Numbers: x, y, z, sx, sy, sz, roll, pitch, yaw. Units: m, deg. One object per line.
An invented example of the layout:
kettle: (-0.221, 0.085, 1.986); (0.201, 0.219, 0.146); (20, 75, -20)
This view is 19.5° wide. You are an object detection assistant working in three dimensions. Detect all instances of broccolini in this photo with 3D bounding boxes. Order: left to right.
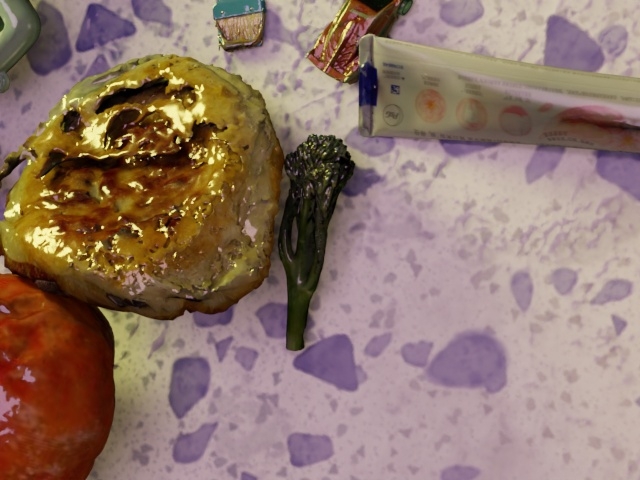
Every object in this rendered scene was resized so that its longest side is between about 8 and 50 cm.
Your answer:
broccolini: (-0.019, 0.000, 1.697); (0.068, 0.091, 0.203); (13, 94, -21)

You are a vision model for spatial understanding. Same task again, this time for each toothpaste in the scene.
toothpaste: (0.188, -0.121, 1.662); (0.323, 0.066, 0.100); (8, 116, 17)

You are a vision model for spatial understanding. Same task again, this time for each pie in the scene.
pie: (-0.160, -0.056, 1.678); (0.308, 0.085, 0.308); (-11, 51, 13)

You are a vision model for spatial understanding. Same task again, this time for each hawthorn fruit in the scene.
hawthorn fruit: (-0.322, 0.129, 1.667); (0.271, 0.242, 0.242); (20, 91, -20)

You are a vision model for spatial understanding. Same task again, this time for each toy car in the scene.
toy car: (0.040, -0.204, 1.720); (0.059, 0.035, 0.122); (34, 97, 18)

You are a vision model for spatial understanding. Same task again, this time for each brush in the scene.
brush: (-0.082, -0.261, 1.768); (0.051, 0.014, 0.164); (-9, 83, 13)

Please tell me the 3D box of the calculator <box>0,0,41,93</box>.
calculator: (-0.361, -0.245, 1.768); (0.141, 0.045, 0.246); (-33, 85, 24)

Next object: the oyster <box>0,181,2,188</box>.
oyster: (-0.362, -0.082, 1.789); (0.098, 0.037, 0.100); (-11, 64, -9)
